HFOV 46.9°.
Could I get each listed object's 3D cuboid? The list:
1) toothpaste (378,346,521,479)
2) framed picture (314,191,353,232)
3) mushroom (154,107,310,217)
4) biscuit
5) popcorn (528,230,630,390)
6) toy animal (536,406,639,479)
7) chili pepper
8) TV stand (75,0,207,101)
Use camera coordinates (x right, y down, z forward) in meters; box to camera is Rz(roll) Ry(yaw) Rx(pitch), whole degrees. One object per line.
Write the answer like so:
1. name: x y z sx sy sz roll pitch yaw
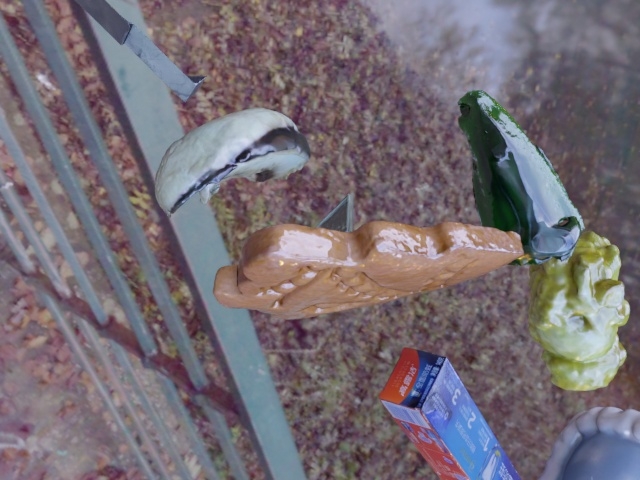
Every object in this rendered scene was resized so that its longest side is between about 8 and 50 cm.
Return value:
1. toothpaste: 0.175 0.259 0.947 0.076 0.066 0.320 -57 134 -27
2. framed picture: 0.000 0.000 1.422 0.011 0.142 0.183 36 119 -19
3. mushroom: -0.167 -0.152 1.365 0.344 0.247 0.130 -23 87 -44
4. biscuit: 0.048 0.033 0.728 0.284 0.306 0.043 72 11 -72
5. popcorn: 0.474 0.113 1.354 0.225 0.173 0.286 -59 140 -51
6. toy animal: 0.342 0.286 0.760 0.204 0.208 0.156 -59 178 -8
7. chili pepper: 0.211 -0.069 0.835 0.216 0.108 0.062 63 11 3
8. TV stand: -0.273 -0.309 1.064 0.256 0.049 0.040 44 51 -6
